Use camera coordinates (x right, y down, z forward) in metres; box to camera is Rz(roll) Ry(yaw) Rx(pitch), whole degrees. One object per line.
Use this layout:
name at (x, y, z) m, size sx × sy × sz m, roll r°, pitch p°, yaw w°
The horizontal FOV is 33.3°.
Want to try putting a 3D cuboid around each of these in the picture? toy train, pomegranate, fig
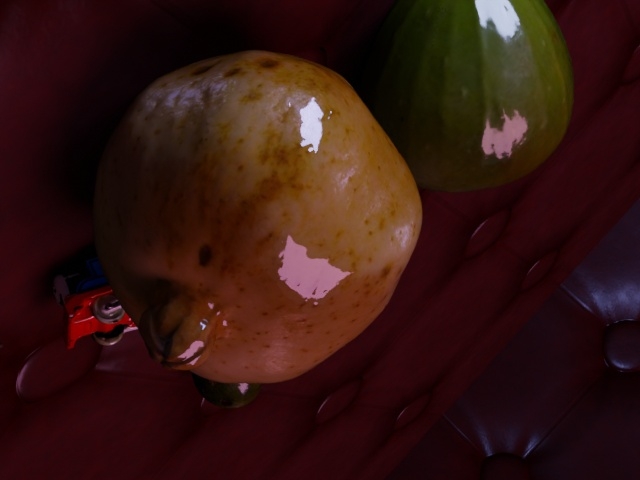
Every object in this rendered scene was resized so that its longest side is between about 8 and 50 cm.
toy train at (-0.245, 0.055, 1.387) m, size 0.204 × 0.131 × 0.083 m, roll -18°, pitch 150°, yaw -26°
pomegranate at (-0.088, -0.010, 1.196) m, size 0.410 × 0.410 × 0.410 m, roll -35°, pitch 153°, yaw -21°
fig at (-0.138, 0.209, 1.777) m, size 0.156 × 0.123 × 0.123 m, roll -29°, pitch 152°, yaw -56°
fig at (0.195, -0.233, 1.445) m, size 0.316 × 0.316 × 0.316 m, roll -35°, pitch 153°, yaw -21°

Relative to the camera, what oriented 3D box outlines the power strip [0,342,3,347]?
power strip at (-0.476, 0.130, 1.240) m, size 0.268 × 0.034 × 0.092 m, roll 1°, pitch 129°, yaw -57°
